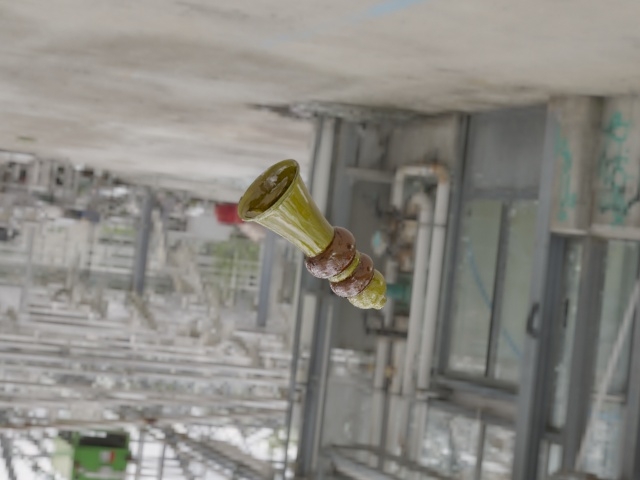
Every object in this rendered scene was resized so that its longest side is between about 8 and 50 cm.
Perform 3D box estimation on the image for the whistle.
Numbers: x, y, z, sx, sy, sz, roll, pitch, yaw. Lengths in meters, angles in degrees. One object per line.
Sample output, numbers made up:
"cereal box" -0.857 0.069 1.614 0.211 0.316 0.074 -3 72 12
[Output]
"whistle" -0.004 0.003 0.688 0.057 0.046 0.109 1 142 47
